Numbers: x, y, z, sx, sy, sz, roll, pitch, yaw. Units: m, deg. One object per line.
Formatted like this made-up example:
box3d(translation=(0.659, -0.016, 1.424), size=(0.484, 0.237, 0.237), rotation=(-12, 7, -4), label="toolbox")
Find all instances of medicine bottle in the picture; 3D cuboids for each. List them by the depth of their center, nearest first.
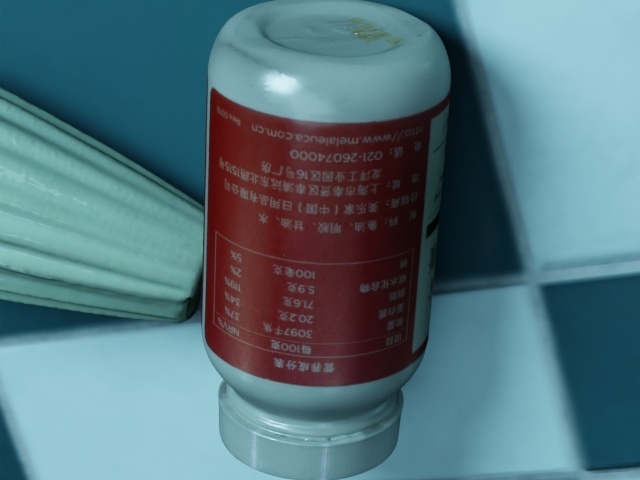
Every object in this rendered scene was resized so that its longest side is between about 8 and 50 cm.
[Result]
box3d(translation=(0.000, 0.000, 0.996), size=(0.131, 0.131, 0.250), rotation=(10, 117, 15), label="medicine bottle")

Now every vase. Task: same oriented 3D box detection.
box3d(translation=(-0.180, -0.022, 1.059), size=(0.248, 0.128, 0.128), rotation=(20, 120, -1), label="vase")
